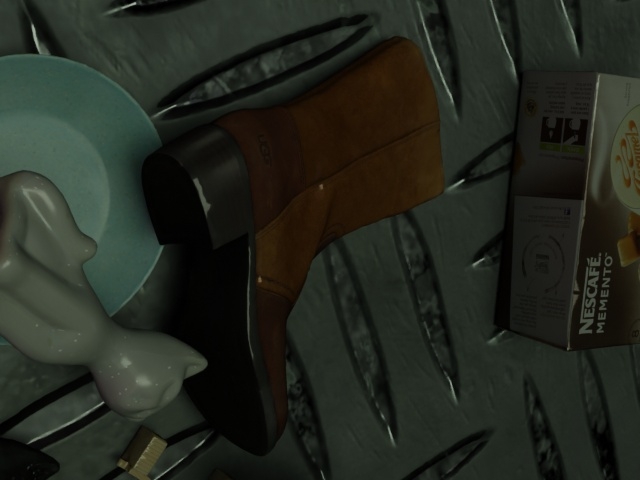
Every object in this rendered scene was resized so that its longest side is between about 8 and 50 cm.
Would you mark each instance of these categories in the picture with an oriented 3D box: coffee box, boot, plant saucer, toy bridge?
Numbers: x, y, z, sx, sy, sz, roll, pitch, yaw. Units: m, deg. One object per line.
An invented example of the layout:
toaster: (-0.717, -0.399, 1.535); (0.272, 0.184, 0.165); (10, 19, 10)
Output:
coffee box: (0.257, -0.030, 0.917); (0.141, 0.098, 0.247); (1, 98, -33)
boot: (0.000, 0.000, 0.775); (0.280, 0.096, 0.264); (-31, 114, -42)
plant saucer: (-0.196, -0.027, 0.656); (0.194, 0.037, 0.195); (-7, 103, -33)
toy bridge: (-0.090, 0.215, 0.778); (0.188, 0.026, 0.063); (39, 78, -32)

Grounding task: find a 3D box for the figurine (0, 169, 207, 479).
figurine: (-0.198, 0.088, 0.613); (0.214, 0.092, 0.209); (-34, 134, 3)
